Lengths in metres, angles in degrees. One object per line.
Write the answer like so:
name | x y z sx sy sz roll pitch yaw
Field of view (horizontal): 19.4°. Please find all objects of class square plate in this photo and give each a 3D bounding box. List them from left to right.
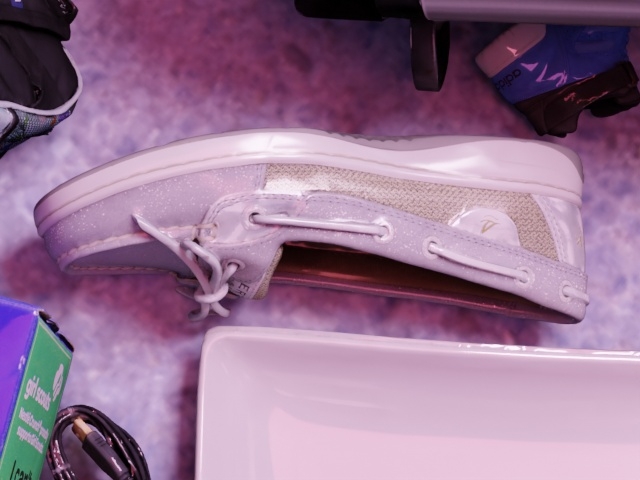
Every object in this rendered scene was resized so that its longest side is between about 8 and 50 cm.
square plate | 0.094 0.230 1.047 0.344 0.049 0.347 4 79 -2

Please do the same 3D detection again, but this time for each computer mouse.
computer mouse | -0.058 0.174 1.006 0.242 0.041 0.071 38 82 11

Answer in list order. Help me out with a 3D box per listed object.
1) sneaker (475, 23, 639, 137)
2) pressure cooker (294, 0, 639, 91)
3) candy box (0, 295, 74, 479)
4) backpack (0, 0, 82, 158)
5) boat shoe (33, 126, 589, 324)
sneaker | 0.175 -0.123 1.141 0.152 0.058 0.084 -38 91 -18
pressure cooker | 0.130 -0.298 0.980 0.420 0.375 0.370 2 67 7
candy box | -0.299 0.162 0.953 0.268 0.122 0.317 14 78 3
backpack | -0.258 -0.117 0.964 0.191 0.253 0.225 -37 89 5
boat shoe | 0.001 0.001 1.058 0.320 0.118 0.103 0 75 -17
